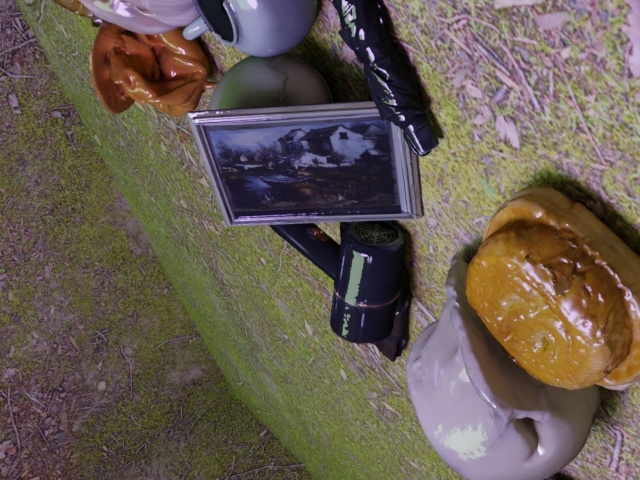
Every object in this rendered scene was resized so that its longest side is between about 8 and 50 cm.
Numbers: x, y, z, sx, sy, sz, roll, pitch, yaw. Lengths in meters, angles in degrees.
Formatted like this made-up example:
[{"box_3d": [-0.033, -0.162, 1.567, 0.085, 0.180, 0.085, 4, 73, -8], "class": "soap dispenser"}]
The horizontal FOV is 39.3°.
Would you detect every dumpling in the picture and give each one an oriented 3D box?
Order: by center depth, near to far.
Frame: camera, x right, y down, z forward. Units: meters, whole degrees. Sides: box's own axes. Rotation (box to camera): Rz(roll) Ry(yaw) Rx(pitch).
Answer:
[{"box_3d": [0.235, 0.168, 1.193, 0.395, 0.233, 0.315, 55, -157, -57], "class": "dumpling"}]

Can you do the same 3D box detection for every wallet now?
[{"box_3d": [0.093, 0.096, 1.597, 0.165, 0.042, 0.309, 49, 160, 28], "class": "wallet"}]

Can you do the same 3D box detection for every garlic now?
[{"box_3d": [-0.277, -0.398, 1.358, 0.281, 0.203, 0.184, 47, 149, 28], "class": "garlic"}]

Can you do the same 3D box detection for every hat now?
[{"box_3d": [-0.259, -0.319, 1.635, 0.233, 0.244, 0.233, 20, -176, 13], "class": "hat"}]

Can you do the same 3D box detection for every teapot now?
[{"box_3d": [-0.095, -0.328, 1.166, 0.193, 0.129, 0.294, 58, 163, -11], "class": "teapot"}]

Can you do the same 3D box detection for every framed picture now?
[{"box_3d": [-0.014, -0.094, 1.219, 0.232, 0.296, 0.019, 75, -164, -49], "class": "framed picture"}]

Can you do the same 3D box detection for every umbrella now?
[{"box_3d": [0.077, -0.204, 1.068, 0.235, 0.059, 0.066, 61, 179, -15], "class": "umbrella"}]

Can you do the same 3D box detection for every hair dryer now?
[{"box_3d": [0.000, 0.000, 1.481, 0.352, 0.107, 0.189, 39, 135, 39], "class": "hair dryer"}]

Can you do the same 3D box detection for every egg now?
[{"box_3d": [-0.070, -0.178, 1.278, 0.183, 0.183, 0.217, 56, 173, -3], "class": "egg"}]

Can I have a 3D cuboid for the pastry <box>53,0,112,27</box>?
[{"box_3d": [-0.387, -0.479, 1.507, 0.229, 0.218, 0.100, 19, 155, -17], "class": "pastry"}]

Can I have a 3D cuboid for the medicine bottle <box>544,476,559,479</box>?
[{"box_3d": [0.394, 0.457, 1.312, 0.293, 0.141, 0.141, 18, 140, 61], "class": "medicine bottle"}]

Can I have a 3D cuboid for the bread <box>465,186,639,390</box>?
[{"box_3d": [0.261, 0.058, 0.959, 0.236, 0.120, 0.198, 47, 154, 19], "class": "bread"}]
